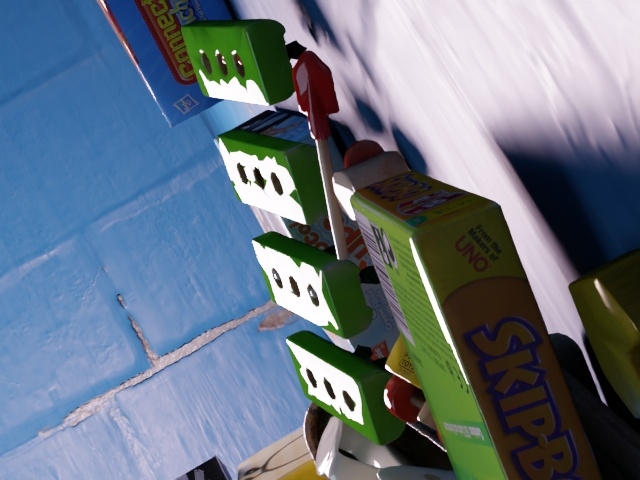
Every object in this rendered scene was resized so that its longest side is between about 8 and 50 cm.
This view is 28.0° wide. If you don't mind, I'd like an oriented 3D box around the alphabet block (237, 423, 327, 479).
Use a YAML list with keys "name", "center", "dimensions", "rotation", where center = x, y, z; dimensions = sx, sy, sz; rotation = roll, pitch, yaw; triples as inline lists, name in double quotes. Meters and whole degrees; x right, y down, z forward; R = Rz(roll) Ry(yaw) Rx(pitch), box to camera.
- name: "alphabet block"
  center: [0.053, 0.236, 1.059]
  dimensions: [0.193, 0.192, 0.197]
  rotation: [59, 175, -1]

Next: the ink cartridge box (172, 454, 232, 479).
- name: "ink cartridge box"
  center: [-0.078, 0.292, 1.056]
  dimensions: [0.207, 0.097, 0.046]
  rotation: [58, 176, 25]

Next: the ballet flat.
- name: "ballet flat"
  center: [0.059, 0.169, 0.804]
  dimensions: [0.106, 0.108, 0.316]
  rotation: [24, -178, -21]

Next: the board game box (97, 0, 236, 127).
- name: "board game box"
  center: [-0.186, -0.294, 1.016]
  dimensions: [0.308, 0.086, 0.302]
  rotation: [57, 175, 39]

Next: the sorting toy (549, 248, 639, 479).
- name: "sorting toy"
  center: [0.126, 0.125, 0.393]
  dimensions: [0.307, 0.041, 0.229]
  rotation: [63, 175, -30]

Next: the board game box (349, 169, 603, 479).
- name: "board game box"
  center: [0.077, 0.104, 0.445]
  dimensions: [0.124, 0.039, 0.260]
  rotation: [-135, 25, -80]

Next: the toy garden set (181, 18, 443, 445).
- name: "toy garden set"
  center: [0.016, -0.006, 0.695]
  dimensions: [0.204, 0.049, 0.244]
  rotation: [20, 131, 64]

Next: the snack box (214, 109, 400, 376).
- name: "snack box"
  center: [0.000, 0.000, 0.955]
  dimensions: [0.187, 0.060, 0.322]
  rotation: [60, 176, -10]
